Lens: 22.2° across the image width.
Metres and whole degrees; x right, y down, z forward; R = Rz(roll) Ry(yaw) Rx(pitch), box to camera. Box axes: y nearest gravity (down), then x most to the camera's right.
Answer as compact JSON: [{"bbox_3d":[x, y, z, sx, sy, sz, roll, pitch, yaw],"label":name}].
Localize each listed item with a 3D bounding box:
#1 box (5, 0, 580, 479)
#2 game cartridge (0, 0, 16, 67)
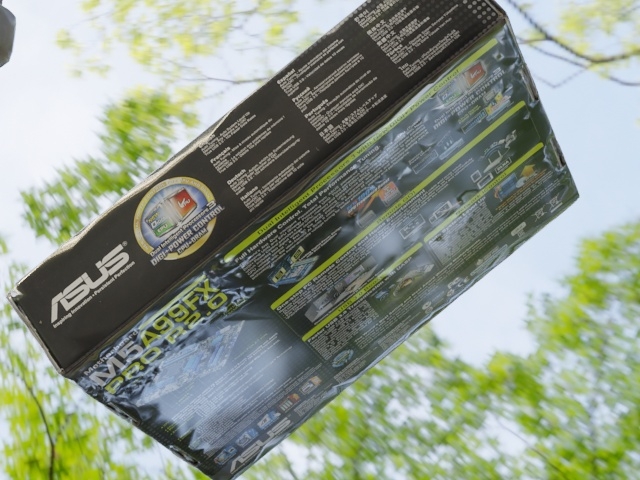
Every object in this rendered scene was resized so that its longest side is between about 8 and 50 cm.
[{"bbox_3d":[0.000,0.000,0.857,0.270,0.216,0.060,-40,-120,0],"label":"box"},{"bbox_3d":[-0.205,-0.265,0.669,0.230,0.068,0.355,28,-125,-43],"label":"game cartridge"}]
